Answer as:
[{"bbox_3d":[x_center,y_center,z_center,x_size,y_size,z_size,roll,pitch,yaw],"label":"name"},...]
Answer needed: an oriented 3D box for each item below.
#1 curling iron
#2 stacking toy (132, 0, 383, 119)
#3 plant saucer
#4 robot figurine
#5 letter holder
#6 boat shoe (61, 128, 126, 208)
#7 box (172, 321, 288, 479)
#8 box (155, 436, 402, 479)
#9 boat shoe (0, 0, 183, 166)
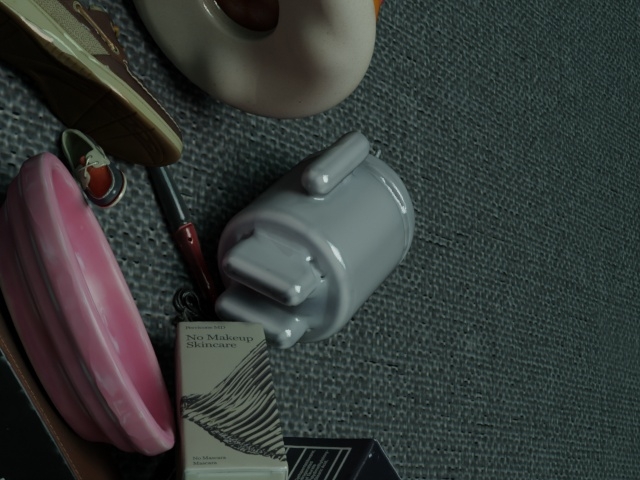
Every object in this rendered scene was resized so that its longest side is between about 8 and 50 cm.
[{"bbox_3d":[-0.180,-0.005,1.352,0.068,0.035,0.274,-22,100,-50],"label":"curling iron"},{"bbox_3d":[0.008,-0.415,1.385,0.480,0.351,0.350,-50,120,-37],"label":"stacking toy"},{"bbox_3d":[-0.249,0.075,1.102,0.084,0.332,0.332,-23,104,-5],"label":"plant saucer"},{"bbox_3d":[0.000,0.000,1.426,0.353,0.200,0.300,-43,156,-50],"label":"robot figurine"},{"bbox_3d":[-0.326,0.187,1.065,0.152,0.214,0.302,-25,108,-3],"label":"letter holder"},{"bbox_3d":[-0.261,-0.083,1.214,0.049,0.137,0.043,-41,133,2],"label":"boat shoe"},{"bbox_3d":[-0.107,0.201,1.190,0.113,0.275,0.094,1,118,-11],"label":"box"},{"bbox_3d":[-0.076,0.382,1.198,0.182,0.294,0.296,60,44,-29],"label":"box"},{"bbox_3d":[-0.274,-0.222,1.224,0.342,0.123,0.123,41,55,-29],"label":"boat shoe"}]
